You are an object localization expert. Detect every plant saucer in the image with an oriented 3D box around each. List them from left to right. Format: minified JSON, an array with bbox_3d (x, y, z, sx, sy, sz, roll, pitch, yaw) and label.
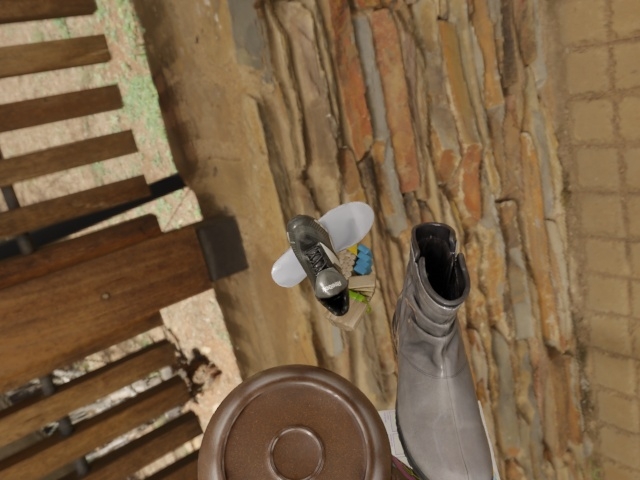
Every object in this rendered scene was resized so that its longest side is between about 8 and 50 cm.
[{"bbox_3d":[-0.038,0.339,0.830,0.310,0.311,0.050,53,160,25],"label":"plant saucer"}]

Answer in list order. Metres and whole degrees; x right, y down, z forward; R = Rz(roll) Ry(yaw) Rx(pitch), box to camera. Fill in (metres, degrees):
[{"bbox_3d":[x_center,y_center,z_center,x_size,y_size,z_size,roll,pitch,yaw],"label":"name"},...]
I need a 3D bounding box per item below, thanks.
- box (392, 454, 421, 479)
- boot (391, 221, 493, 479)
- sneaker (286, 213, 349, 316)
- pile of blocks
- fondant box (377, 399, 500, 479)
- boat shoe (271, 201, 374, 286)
[{"bbox_3d":[0.115,0.411,0.949,0.162,0.029,0.116,35,-174,3],"label":"box"},{"bbox_3d":[0.159,0.148,0.720,0.338,0.118,0.222,-102,9,-46],"label":"boot"},{"bbox_3d":[0.007,0.055,1.015,0.106,0.078,0.234,-116,2,-57],"label":"sneaker"},{"bbox_3d":[0.115,0.128,1.649,0.149,0.362,0.112,-5,145,21],"label":"pile of blocks"},{"bbox_3d":[0.255,0.541,1.310,0.096,0.330,0.238,78,-174,-52],"label":"fondant box"},{"bbox_3d":[0.000,0.000,1.150,0.095,0.258,0.084,56,-176,-9],"label":"boat shoe"}]
